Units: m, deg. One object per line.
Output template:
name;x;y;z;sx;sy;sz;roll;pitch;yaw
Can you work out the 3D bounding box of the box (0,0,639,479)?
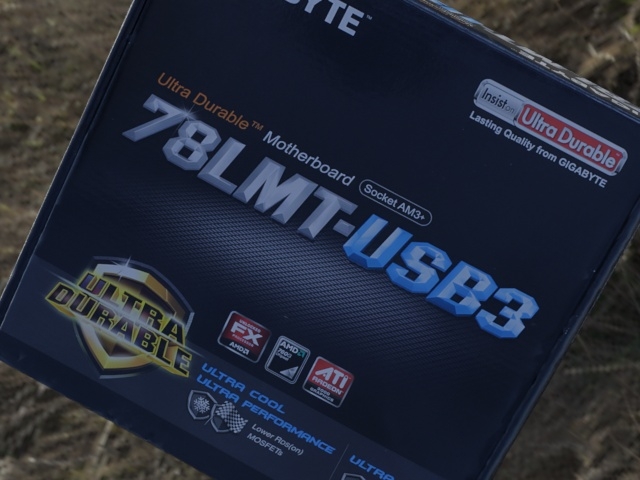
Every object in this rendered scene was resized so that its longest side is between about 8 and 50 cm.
box;0.000;0.000;0.796;0.295;0.073;0.293;29;108;5
